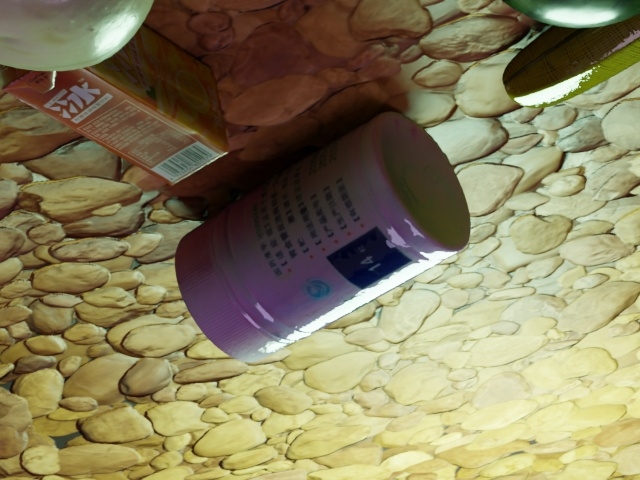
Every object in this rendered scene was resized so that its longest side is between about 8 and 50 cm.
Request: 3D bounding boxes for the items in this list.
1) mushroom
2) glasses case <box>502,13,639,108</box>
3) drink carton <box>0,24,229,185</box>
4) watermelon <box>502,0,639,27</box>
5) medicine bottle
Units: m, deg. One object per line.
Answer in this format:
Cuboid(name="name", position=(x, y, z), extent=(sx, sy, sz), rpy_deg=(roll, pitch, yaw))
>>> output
Cuboid(name="mushroom", position=(-0.221, -0.232, 1.411), extent=(0.246, 0.202, 0.246), rpy_deg=(29, 170, 6))
Cuboid(name="glasses case", position=(0.263, -0.187, 1.762), extent=(0.234, 0.064, 0.079), rpy_deg=(-31, 152, 30))
Cuboid(name="drink carton", position=(-0.174, -0.136, 1.668), extent=(0.071, 0.096, 0.223), rpy_deg=(-28, 147, 25))
Cuboid(name="watermelon", position=(0.220, -0.239, 1.605), extent=(0.204, 0.127, 0.232), rpy_deg=(6, 151, -34))
Cuboid(name="medicine bottle", position=(0.000, 0.000, 1.899), extent=(0.254, 0.152, 0.152), rpy_deg=(-31, 145, 28))
